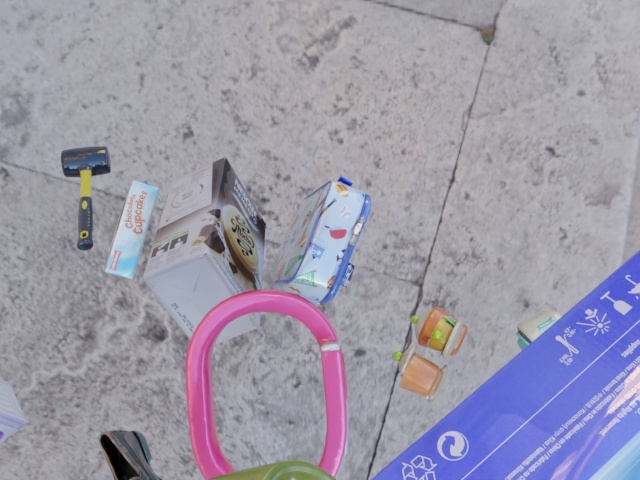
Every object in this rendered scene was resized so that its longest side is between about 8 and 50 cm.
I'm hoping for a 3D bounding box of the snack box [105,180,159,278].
[{"bbox_3d":[-0.405,-0.028,1.508,0.060,0.322,0.187,17,88,-16],"label":"snack box"}]

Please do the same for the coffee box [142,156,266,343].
[{"bbox_3d":[-0.184,0.013,1.197,0.118,0.168,0.297,-22,33,13],"label":"coffee box"}]

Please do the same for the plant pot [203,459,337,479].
[{"bbox_3d":[-0.096,0.335,0.643,0.293,0.274,0.275,-43,63,25],"label":"plant pot"}]

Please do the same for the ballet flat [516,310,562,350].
[{"bbox_3d":[0.384,0.162,1.199,0.086,0.248,0.086,-4,76,15],"label":"ballet flat"}]

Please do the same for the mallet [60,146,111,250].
[{"bbox_3d":[-0.282,-0.056,0.876,0.062,0.039,0.190,-13,44,-16],"label":"mallet"}]

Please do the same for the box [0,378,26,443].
[{"bbox_3d":[-0.410,0.131,0.670,0.063,0.324,0.067,-37,60,-5],"label":"box"}]

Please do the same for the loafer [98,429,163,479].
[{"bbox_3d":[-0.351,0.457,1.316,0.096,0.084,0.267,-54,41,7],"label":"loafer"}]

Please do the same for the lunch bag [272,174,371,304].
[{"bbox_3d":[0.000,0.000,1.398,0.114,0.303,0.243,25,81,-12],"label":"lunch bag"}]

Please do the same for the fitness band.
[{"bbox_3d":[-0.069,0.210,0.917,0.208,0.054,0.291,-3,94,5],"label":"fitness band"}]

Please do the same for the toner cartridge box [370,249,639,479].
[{"bbox_3d":[0.128,0.138,0.398,0.347,0.165,0.075,-36,48,-14],"label":"toner cartridge box"}]

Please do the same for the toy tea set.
[{"bbox_3d":[0.216,0.231,1.499,0.124,0.336,0.200,25,87,17],"label":"toy tea set"}]
